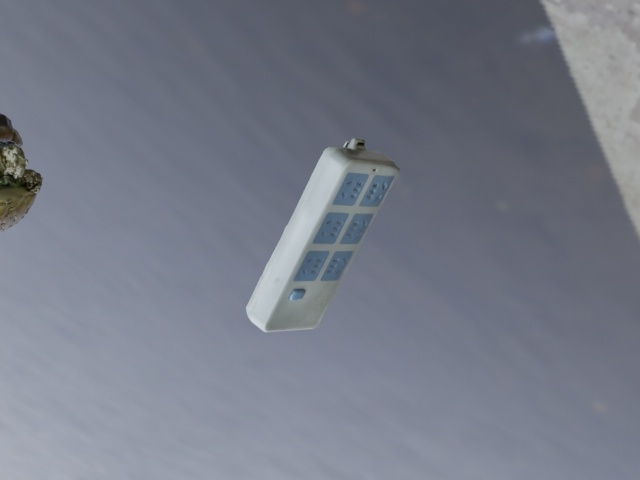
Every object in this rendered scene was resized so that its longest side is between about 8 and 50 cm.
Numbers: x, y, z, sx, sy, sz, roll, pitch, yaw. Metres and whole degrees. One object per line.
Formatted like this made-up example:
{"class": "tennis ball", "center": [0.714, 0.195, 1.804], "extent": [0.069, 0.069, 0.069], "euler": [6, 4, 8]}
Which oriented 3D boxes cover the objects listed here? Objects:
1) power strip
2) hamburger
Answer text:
{"class": "power strip", "center": [0.000, 0.000, 1.080], "extent": [0.035, 0.192, 0.081], "euler": [38, -159, 31]}
{"class": "hamburger", "center": [-0.352, -0.057, 1.226], "extent": [0.185, 0.159, 0.131], "euler": [-20, 84, 37]}
